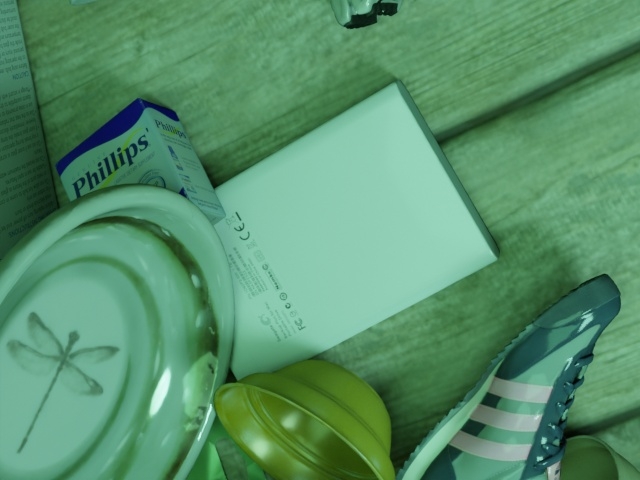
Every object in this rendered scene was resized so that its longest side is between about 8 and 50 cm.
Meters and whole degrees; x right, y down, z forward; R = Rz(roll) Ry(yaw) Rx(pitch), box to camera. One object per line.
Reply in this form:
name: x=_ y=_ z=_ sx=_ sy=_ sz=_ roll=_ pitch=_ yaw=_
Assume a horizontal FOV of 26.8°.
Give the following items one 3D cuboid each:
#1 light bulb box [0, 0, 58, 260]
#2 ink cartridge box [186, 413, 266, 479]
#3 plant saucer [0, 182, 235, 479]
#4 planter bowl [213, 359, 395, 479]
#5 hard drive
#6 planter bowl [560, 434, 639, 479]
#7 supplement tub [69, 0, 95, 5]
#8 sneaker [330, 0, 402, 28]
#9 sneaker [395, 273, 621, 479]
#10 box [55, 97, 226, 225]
light bulb box: x=-0.488 y=-0.090 z=1.386 sx=0.357 sy=0.225 sz=0.361 roll=-5 pitch=103 yaw=16
ink cartridge box: x=-0.180 y=0.277 z=1.482 sx=0.235 sy=0.056 sz=0.171 roll=-16 pitch=98 yaw=20
plant saucer: x=-0.237 y=0.131 z=1.259 sx=0.100 sy=0.400 sz=0.401 roll=18 pitch=108 yaw=30
planter bowl: x=0.005 y=0.186 z=1.369 sx=0.217 sy=0.090 sz=0.217 roll=29 pitch=151 yaw=18
hard drive: x=0.000 y=0.000 z=1.375 sx=0.307 sy=0.040 sz=0.203 roll=-29 pitch=94 yaw=19
planter bowl: x=0.273 y=0.288 z=1.321 sx=0.109 sy=0.162 sz=0.162 roll=31 pitch=111 yaw=-23
supplement tub: x=-0.228 y=-0.344 z=1.300 sx=0.144 sy=0.144 sz=0.200 roll=-22 pitch=97 yaw=18
sneaker: x=0.118 y=-0.313 z=1.242 sx=0.292 sy=0.110 sz=0.118 roll=-28 pitch=85 yaw=19
sneaker: x=0.211 y=0.177 z=1.312 sx=0.131 sy=0.112 sz=0.319 roll=47 pitch=119 yaw=22
box: x=-0.185 y=-0.051 z=1.372 sx=0.126 sy=0.072 sz=0.137 roll=-35 pitch=68 yaw=19
